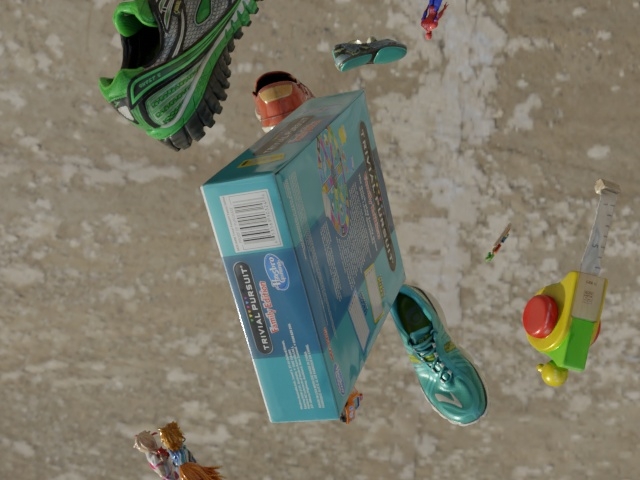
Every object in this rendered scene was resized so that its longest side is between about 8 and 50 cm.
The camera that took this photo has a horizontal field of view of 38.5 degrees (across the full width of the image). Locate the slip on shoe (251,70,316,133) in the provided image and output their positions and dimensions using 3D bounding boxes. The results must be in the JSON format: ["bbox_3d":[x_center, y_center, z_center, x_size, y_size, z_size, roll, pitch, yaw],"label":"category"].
[{"bbox_3d":[-0.074,-0.271,1.712,0.123,0.331,0.101,-18,107,3],"label":"slip on shoe"}]

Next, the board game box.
[{"bbox_3d":[0.000,0.000,1.003,0.079,0.336,0.254,-7,109,20],"label":"board game box"}]

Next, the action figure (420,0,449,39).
[{"bbox_3d":[0.198,-0.405,1.586,0.038,0.115,0.030,17,-172,34],"label":"action figure"}]

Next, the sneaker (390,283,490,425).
[{"bbox_3d":[0.186,0.190,1.550,0.107,0.275,0.110,-35,153,9],"label":"sneaker"}]

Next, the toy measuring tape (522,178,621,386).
[{"bbox_3d":[0.393,0.066,1.450,0.121,0.330,0.121,13,176,1],"label":"toy measuring tape"}]

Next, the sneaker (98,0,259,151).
[{"bbox_3d":[-0.166,-0.294,1.143,0.134,0.343,0.146,-5,153,46],"label":"sneaker"}]

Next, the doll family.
[{"bbox_3d":[-0.220,0.387,1.516,0.118,0.263,0.163,-29,126,-10],"label":"doll family"}]

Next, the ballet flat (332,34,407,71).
[{"bbox_3d":[0.105,-0.417,1.993,0.188,0.070,0.070,-17,150,-34],"label":"ballet flat"}]

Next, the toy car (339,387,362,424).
[{"bbox_3d":[0.031,0.182,1.230,0.040,0.060,0.122,-16,112,-16],"label":"toy car"}]

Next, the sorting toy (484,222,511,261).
[{"bbox_3d":[0.324,0.011,1.680,0.012,0.083,0.062,34,164,13],"label":"sorting toy"}]
